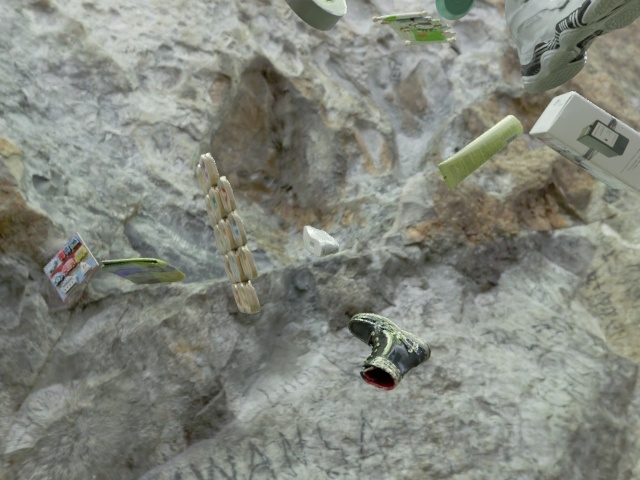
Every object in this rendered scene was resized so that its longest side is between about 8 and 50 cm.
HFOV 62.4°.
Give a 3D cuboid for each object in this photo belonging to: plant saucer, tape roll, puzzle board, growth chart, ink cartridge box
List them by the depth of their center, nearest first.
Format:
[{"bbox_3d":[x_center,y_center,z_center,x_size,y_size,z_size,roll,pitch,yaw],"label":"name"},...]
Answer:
[{"bbox_3d":[-0.554,0.059,1.170,0.096,0.128,0.011,51,-164,16],"label":"puzzle board"},{"bbox_3d":[0.685,-0.243,1.322,0.273,0.198,0.115,34,-77,3],"label":"ink cartridge box"},{"bbox_3d":[0.363,-0.643,1.398,0.119,0.119,0.021,9,-150,-21],"label":"plant saucer"},{"bbox_3d":[0.270,-0.583,1.460,0.237,0.172,0.021,1,-86,-58],"label":"growth chart"},{"bbox_3d":[-0.022,-0.774,1.673,0.219,0.072,0.219,25,-133,-31],"label":"tape roll"}]

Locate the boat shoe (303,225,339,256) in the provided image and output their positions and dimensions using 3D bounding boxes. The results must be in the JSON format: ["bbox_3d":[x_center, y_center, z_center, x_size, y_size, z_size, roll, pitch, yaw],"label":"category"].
[{"bbox_3d":[0.000,0.000,1.437,0.063,0.184,0.066,-1,-81,-18],"label":"boat shoe"}]

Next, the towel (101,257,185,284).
[{"bbox_3d":[-0.175,0.032,0.530,0.060,0.083,0.009,-3,-106,1],"label":"towel"}]

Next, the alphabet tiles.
[{"bbox_3d":[-0.170,-0.006,0.945,0.021,0.278,0.284,-17,-89,-19],"label":"alphabet tiles"}]

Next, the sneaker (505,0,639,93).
[{"bbox_3d":[0.462,-0.454,0.996,0.137,0.366,0.210,-15,-103,-9],"label":"sneaker"}]

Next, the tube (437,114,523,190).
[{"bbox_3d":[0.416,-0.235,1.386,0.240,0.062,0.070,-38,-95,-1],"label":"tube"}]

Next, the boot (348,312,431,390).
[{"bbox_3d":[0.140,0.276,1.343,0.236,0.085,0.178,22,-150,30],"label":"boot"}]
